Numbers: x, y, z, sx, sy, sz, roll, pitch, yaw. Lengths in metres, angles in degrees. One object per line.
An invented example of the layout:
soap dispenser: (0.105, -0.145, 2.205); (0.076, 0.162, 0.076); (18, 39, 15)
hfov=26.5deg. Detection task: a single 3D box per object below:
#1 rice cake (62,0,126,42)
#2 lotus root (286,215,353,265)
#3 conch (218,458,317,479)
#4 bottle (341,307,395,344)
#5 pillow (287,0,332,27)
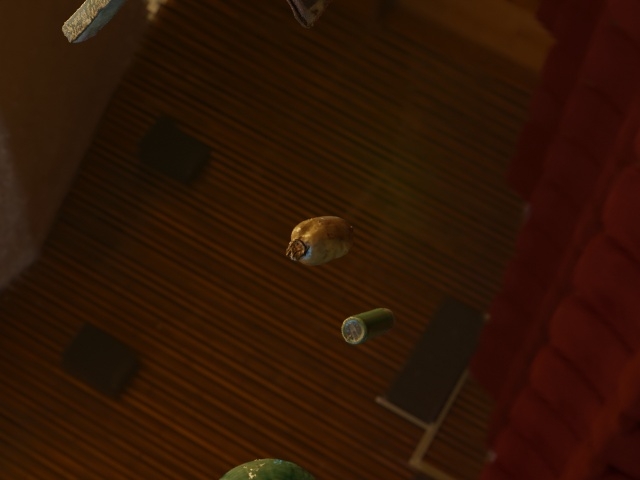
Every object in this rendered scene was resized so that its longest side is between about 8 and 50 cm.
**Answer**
rice cake: (-0.268, -0.310, 1.716); (0.043, 0.034, 0.211); (-27, -3, -38)
lotus root: (0.000, 0.000, 2.081); (0.152, 0.063, 0.072); (-21, -78, -42)
conch: (-0.083, 0.412, 2.011); (0.196, 0.134, 0.202); (-29, -49, 5)
bottle: (0.052, 0.090, 1.440); (0.083, 0.030, 0.030); (-11, -50, -63)
pillow: (0.010, -0.454, 2.212); (0.211, 0.034, 0.135); (-49, -55, -22)
